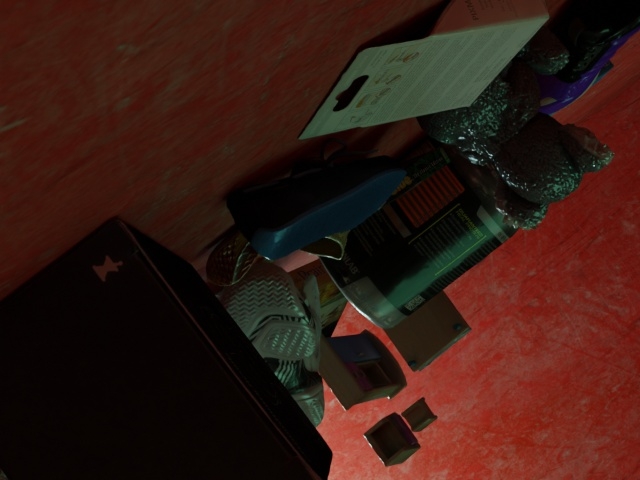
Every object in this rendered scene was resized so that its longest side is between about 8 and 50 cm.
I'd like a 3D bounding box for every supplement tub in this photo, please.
[{"bbox_3d":[0.171,-0.034,1.690,0.338,0.207,0.207,-38,173,10],"label":"supplement tub"}]

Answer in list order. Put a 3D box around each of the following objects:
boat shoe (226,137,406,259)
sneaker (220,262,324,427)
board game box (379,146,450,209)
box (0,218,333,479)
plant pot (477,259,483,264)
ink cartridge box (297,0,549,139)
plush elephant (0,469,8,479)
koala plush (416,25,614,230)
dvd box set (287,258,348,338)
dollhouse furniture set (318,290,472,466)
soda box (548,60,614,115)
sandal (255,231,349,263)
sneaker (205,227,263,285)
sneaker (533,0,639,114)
[{"bbox_3d":[0.003,-0.063,1.183,0.258,0.089,0.109,-19,148,-54],"label":"boat shoe"},{"bbox_3d":[-0.072,0.108,1.529,0.137,0.210,0.366,-7,139,2],"label":"sneaker"},{"bbox_3d":[0.053,-0.057,1.428,0.136,0.030,0.259,-37,-172,-27],"label":"board game box"},{"bbox_3d":[-0.156,0.177,1.069,0.212,0.293,0.395,-37,173,-3],"label":"box"},{"bbox_3d":[0.236,-0.070,1.918,0.201,0.201,0.180,-34,157,-25],"label":"plant pot"},{"bbox_3d":[0.095,-0.182,1.080,0.224,0.056,0.181,-13,162,-26],"label":"ink cartridge box"},{"bbox_3d":[-0.383,0.392,1.610,0.271,0.330,0.255,-26,-162,12],"label":"plush elephant"},{"bbox_3d":[0.250,-0.134,1.366,0.196,0.221,0.203,-42,172,35],"label":"koala plush"},{"bbox_3d":[-0.124,0.195,1.816,0.420,0.062,0.308,-23,146,-45],"label":"dvd box set"},{"bbox_3d":[0.178,0.185,1.891,0.303,0.286,0.198,-44,160,21],"label":"dollhouse furniture set"},{"bbox_3d":[0.426,-0.277,1.934,0.210,0.071,0.067,-35,173,-18],"label":"soda box"},{"bbox_3d":[-0.002,0.003,1.579,0.240,0.079,0.088,-33,172,-33],"label":"sandal"},{"bbox_3d":[-0.069,-0.013,1.296,0.175,0.064,0.067,-33,-167,4],"label":"sneaker"},{"bbox_3d":[0.375,-0.293,1.520,0.293,0.102,0.146,-47,165,31],"label":"sneaker"}]
